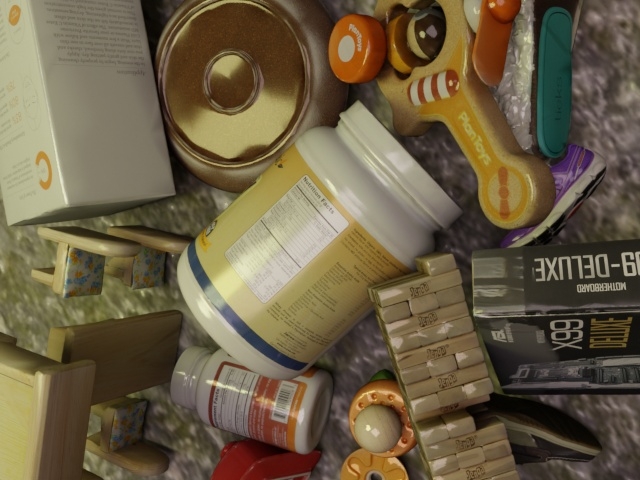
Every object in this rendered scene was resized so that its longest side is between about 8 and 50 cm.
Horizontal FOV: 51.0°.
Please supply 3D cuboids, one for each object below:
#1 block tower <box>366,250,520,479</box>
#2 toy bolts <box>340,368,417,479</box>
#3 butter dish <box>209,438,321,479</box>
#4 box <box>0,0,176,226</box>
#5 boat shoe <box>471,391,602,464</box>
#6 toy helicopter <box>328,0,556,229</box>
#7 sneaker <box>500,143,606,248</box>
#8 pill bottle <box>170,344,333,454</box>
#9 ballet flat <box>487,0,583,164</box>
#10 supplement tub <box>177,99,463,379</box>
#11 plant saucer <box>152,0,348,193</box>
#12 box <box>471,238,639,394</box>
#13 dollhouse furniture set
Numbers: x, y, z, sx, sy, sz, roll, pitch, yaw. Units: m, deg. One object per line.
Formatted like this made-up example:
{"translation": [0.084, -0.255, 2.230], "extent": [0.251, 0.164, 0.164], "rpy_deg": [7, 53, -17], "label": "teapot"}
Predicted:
{"translation": [0.141, 0.184, 0.732], "extent": [0.097, 0.091, 0.335], "rpy_deg": [-16, 92, -2], "label": "block tower"}
{"translation": [0.123, 0.312, 0.880], "extent": [0.229, 0.158, 0.218], "rpy_deg": [24, 101, 16], "label": "toy bolts"}
{"translation": [-0.104, 0.343, 0.980], "extent": [0.118, 0.160, 0.159], "rpy_deg": [40, 106, 36], "label": "butter dish"}
{"translation": [-0.361, -0.209, 0.962], "extent": [0.215, 0.168, 0.345], "rpy_deg": [-9, 91, 46], "label": "box"}
{"translation": [0.246, 0.244, 0.848], "extent": [0.224, 0.080, 0.073], "rpy_deg": [19, 106, -15], "label": "boat shoe"}
{"translation": [0.169, -0.178, 0.758], "extent": [0.235, 0.140, 0.355], "rpy_deg": [-47, 59, 45], "label": "toy helicopter"}
{"translation": [0.288, -0.049, 0.861], "extent": [0.071, 0.068, 0.170], "rpy_deg": [43, 97, 27], "label": "sneaker"}
{"translation": [-0.100, 0.221, 0.969], "extent": [0.216, 0.121, 0.121], "rpy_deg": [12, 97, 18], "label": "pill bottle"}
{"translation": [0.247, -0.292, 0.819], "extent": [0.147, 0.147, 0.408], "rpy_deg": [10, 96, 18], "label": "ballet flat"}
{"translation": [0.000, 0.000, 0.856], "extent": [0.316, 0.228, 0.228], "rpy_deg": [-43, 80, 10], "label": "supplement tub"}
{"translation": [-0.115, -0.219, 0.932], "extent": [0.311, 0.050, 0.310], "rpy_deg": [2, 97, 21], "label": "plant saucer"}
{"translation": [0.306, 0.096, 0.731], "extent": [0.243, 0.307, 0.076], "rpy_deg": [-4, 63, 18], "label": "box"}
{"translation": [-0.296, 0.180, 0.881], "extent": [0.257, 0.394, 0.361], "rpy_deg": [13, 97, 27], "label": "dollhouse furniture set"}
